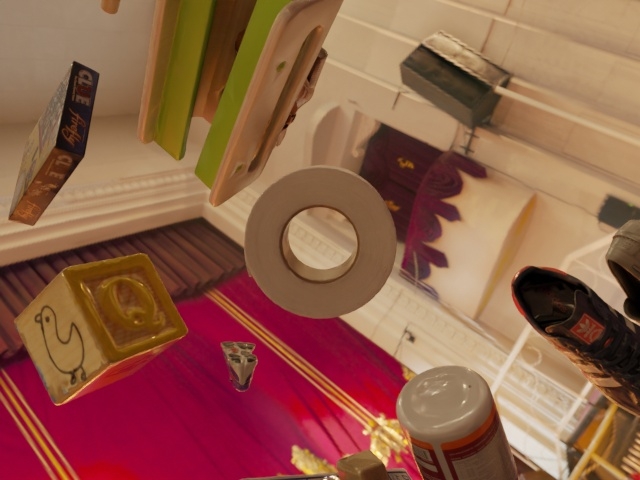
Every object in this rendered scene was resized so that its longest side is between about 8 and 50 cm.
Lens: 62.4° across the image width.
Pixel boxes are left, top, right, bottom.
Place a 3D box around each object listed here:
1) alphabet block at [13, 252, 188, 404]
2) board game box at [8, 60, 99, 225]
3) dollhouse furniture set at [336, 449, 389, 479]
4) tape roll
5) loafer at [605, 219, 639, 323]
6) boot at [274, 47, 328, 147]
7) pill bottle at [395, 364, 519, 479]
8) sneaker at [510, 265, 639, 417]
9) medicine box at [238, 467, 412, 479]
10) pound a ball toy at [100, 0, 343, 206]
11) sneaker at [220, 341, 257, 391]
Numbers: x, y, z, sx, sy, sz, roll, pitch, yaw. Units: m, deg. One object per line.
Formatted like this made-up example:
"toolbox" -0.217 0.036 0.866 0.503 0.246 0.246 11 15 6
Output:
"alphabet block" -0.409 0.161 0.995 0.197 0.192 0.193 -37 -9 28
"board game box" -0.430 -0.148 0.848 0.042 0.165 0.243 19 -35 -37
"dollhouse furniture set" 0.045 0.210 0.380 0.091 0.114 0.081 -3 -23 -35
"tape roll" 0.000 0.000 1.009 0.286 0.286 0.100 -63 2 11
"loafer" 0.584 0.109 0.929 0.111 0.112 0.319 -40 -70 -9
"boot" -0.110 -0.269 1.009 0.220 0.109 0.283 -58 -9 32
"pill bottle" 0.186 0.283 0.687 0.121 0.121 0.221 -37 -64 -31
"sneaker" 0.442 0.160 0.834 0.131 0.350 0.148 -54 -37 3
"medicine box" 0.040 0.420 0.600 0.289 0.263 0.149 16 -68 -37
"pound a ball toy" -0.103 -0.214 0.521 0.136 0.208 0.319 -45 -6 -39
"sneaker" -0.161 0.239 1.015 0.170 0.068 0.071 -147 64 -78
